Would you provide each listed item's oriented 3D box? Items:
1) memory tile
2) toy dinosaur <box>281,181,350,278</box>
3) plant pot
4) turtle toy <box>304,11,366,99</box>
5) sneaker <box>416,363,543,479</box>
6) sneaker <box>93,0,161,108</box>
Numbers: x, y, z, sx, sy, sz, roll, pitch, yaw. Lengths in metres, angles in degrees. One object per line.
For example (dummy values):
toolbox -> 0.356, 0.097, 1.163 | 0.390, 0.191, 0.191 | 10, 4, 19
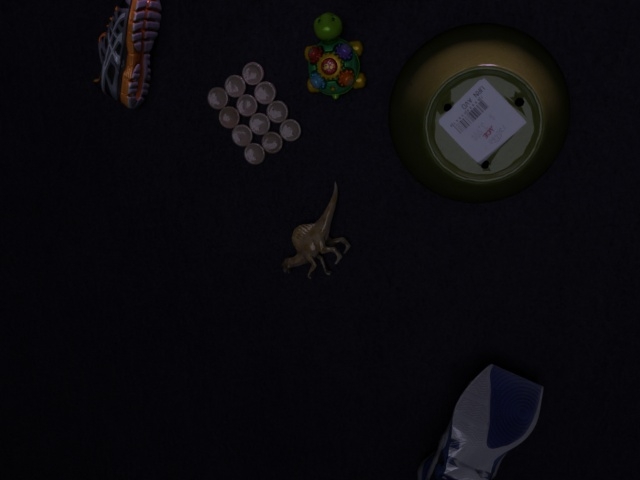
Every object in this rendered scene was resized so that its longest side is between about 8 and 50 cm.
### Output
memory tile -> -0.110, -0.209, 1.104 | 0.113, 0.012, 0.148 | -32, 95, 17
toy dinosaur -> 0.000, 0.000, 1.108 | 0.093, 0.053, 0.183 | 36, 108, 4
plant pot -> 0.212, -0.163, 0.898 | 0.275, 0.293, 0.274 | 3, 104, 12
turtle toy -> 0.017, -0.284, 1.030 | 0.095, 0.066, 0.130 | -3, 102, 13
sneaker -> 0.235, 0.355, 1.106 | 0.128, 0.182, 0.315 | 28, 78, 3
sneaker -> -0.320, -0.328, 1.086 | 0.083, 0.084, 0.214 | 20, 107, 12
